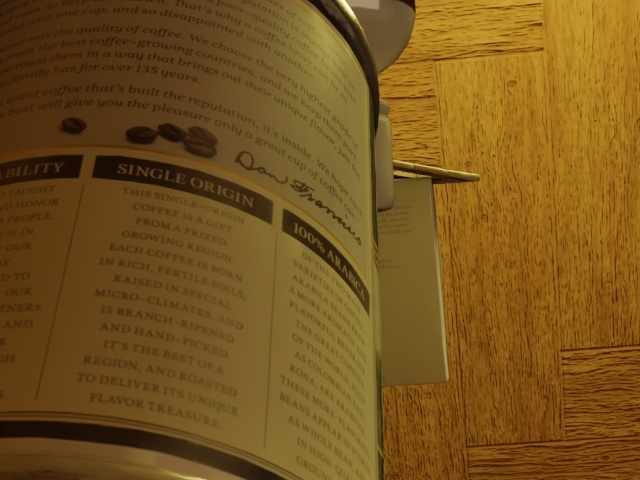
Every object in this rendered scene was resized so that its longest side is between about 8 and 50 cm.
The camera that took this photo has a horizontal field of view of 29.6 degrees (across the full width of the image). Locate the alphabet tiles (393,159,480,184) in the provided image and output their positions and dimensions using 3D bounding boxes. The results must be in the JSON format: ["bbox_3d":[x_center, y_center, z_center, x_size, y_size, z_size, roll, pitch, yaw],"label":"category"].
[{"bbox_3d":[0.029,-0.084,1.351,0.198,0.237,0.009,-177,-85,-70],"label":"alphabet tiles"}]

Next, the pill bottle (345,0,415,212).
[{"bbox_3d":[-0.056,-0.208,0.731,0.224,0.224,0.392,7,81,-84],"label":"pill bottle"}]

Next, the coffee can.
[{"bbox_3d":[-0.075,0.030,0.471,0.201,0.202,0.275,80,8,-45],"label":"coffee can"}]

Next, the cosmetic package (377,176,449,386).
[{"bbox_3d":[0.025,0.052,1.369,0.138,0.224,0.224,8,78,-84],"label":"cosmetic package"}]
